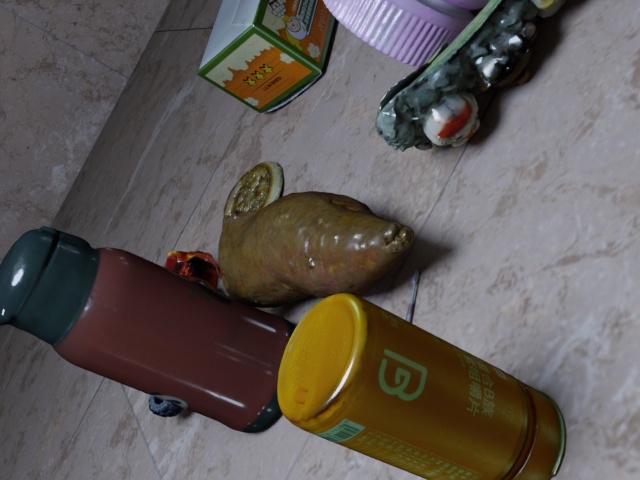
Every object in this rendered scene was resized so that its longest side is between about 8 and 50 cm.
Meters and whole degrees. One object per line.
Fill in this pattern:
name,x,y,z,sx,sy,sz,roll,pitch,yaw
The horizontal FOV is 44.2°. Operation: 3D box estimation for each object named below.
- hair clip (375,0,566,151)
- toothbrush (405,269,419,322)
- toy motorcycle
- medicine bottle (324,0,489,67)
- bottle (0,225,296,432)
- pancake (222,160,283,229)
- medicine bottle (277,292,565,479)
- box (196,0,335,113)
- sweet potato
hair clip,0.184,-0.210,0.777,0.091,0.138,0.321,39,104,18
toothbrush,0.086,0.072,0.774,0.008,0.006,0.097,-42,31,58
toy motorcycle,-0.205,0.114,1.156,0.171,0.089,0.298,-49,30,23
medicine bottle,0.140,-0.350,0.852,0.290,0.178,0.178,-57,26,30
bottle,-0.189,0.097,0.871,0.144,0.336,0.144,-40,35,36
pancake,-0.108,-0.055,1.214,0.158,0.028,0.158,-38,37,36
medicine bottle,0.072,0.115,0.555,0.096,0.192,0.096,-43,31,34
box,-0.079,-0.346,1.300,0.177,0.148,0.194,-23,46,48
sweet potato,0.002,0.002,0.863,0.337,0.131,0.131,-15,53,56
